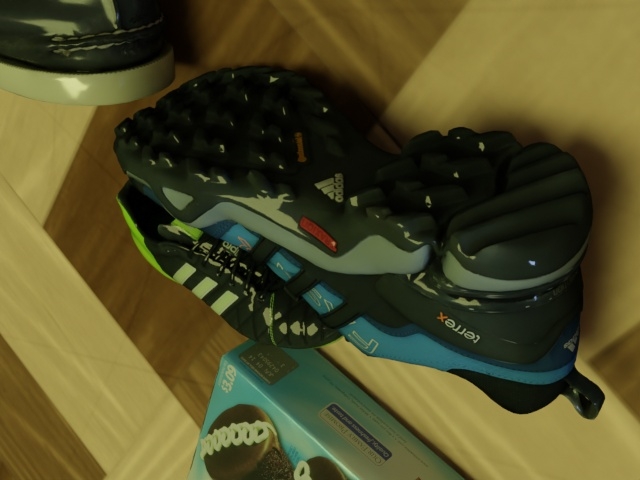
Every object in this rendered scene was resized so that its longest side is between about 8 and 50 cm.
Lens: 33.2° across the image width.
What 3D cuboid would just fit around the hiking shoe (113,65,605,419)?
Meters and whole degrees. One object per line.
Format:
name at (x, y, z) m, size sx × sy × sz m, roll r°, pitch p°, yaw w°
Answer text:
hiking shoe at (0.000, 0.000, 0.561) m, size 0.304 × 0.113 × 0.132 m, roll 24°, pitch 140°, yaw 42°

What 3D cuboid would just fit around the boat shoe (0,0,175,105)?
boat shoe at (-0.236, -0.177, 0.675) m, size 0.340 × 0.127 × 0.113 m, roll 22°, pitch 125°, yaw 32°

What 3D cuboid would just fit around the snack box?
snack box at (-0.016, 0.227, 0.742) m, size 0.187 × 0.060 × 0.322 m, roll 39°, pitch 134°, yaw 22°

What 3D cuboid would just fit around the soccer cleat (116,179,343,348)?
soccer cleat at (-0.056, 0.012, 0.649) m, size 0.179 × 0.060 × 0.072 m, roll 24°, pitch 158°, yaw 34°
